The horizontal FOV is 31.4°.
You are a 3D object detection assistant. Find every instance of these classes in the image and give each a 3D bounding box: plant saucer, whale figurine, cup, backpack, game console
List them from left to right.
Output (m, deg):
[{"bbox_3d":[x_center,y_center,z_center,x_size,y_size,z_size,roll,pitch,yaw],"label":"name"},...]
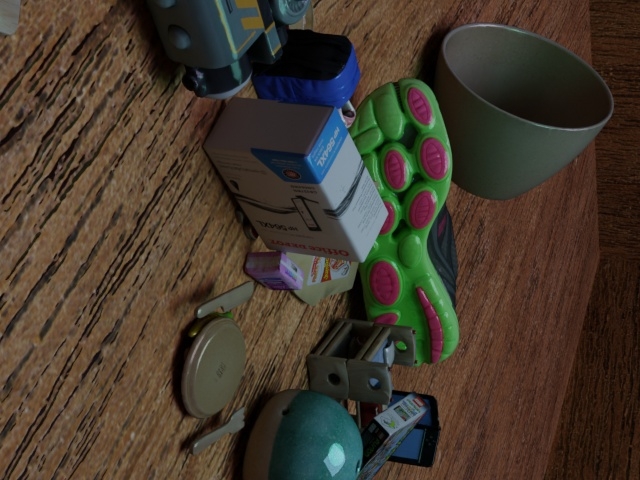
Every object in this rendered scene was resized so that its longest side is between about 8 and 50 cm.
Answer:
[{"bbox_3d":[-0.031,-0.291,1.505,0.083,0.015,0.083,5,90,-67],"label":"plant saucer"},{"bbox_3d":[-0.010,-0.211,1.435,0.101,0.120,0.098,64,36,-52],"label":"backpack"},{"bbox_3d":[-0.007,0.327,1.533,0.216,0.141,0.272,-60,148,-47],"label":"whale figurine"},{"bbox_3d":[0.133,0.313,1.904,0.071,0.122,0.107,53,47,-58],"label":"game console"},{"bbox_3d":[0.342,-0.215,2.115,0.331,0.331,0.237,-55,168,-51],"label":"cup"}]

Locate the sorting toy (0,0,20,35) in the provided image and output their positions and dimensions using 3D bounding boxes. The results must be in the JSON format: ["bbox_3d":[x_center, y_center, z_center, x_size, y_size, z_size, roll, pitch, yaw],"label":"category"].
[{"bbox_3d":[-0.267,-0.300,0.820,0.257,0.089,0.255,9,87,-68],"label":"sorting toy"}]

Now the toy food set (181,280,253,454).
[{"bbox_3d":[-0.130,0.147,1.342,0.132,0.038,0.192,-23,121,-58],"label":"toy food set"}]

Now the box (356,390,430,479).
[{"bbox_3d":[0.072,0.317,1.690,0.114,0.036,0.207,-22,152,-50],"label":"box"}]

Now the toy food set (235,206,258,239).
[{"bbox_3d":[-0.070,-0.046,1.458,0.122,0.019,0.078,-63,150,-42],"label":"toy food set"}]

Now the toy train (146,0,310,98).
[{"bbox_3d":[-0.117,-0.303,1.151,0.190,0.142,0.334,-54,146,-32],"label":"toy train"}]

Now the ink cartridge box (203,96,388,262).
[{"bbox_3d":[-0.025,-0.070,1.360,0.086,0.148,0.203,-63,144,-28],"label":"ink cartridge box"}]

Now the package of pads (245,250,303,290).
[{"bbox_3d":[-0.059,0.040,1.463,0.083,0.050,0.032,45,49,-62],"label":"package of pads"}]

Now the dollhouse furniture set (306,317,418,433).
[{"bbox_3d":[0.070,0.233,1.718,0.129,0.129,0.184,-46,137,-57],"label":"dollhouse furniture set"}]

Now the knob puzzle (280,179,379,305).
[{"bbox_3d":[0.000,0.000,1.603,0.213,0.030,0.213,-36,138,-40],"label":"knob puzzle"}]

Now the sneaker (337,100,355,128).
[{"bbox_3d":[0.014,-0.148,1.577,0.051,0.070,0.134,-52,142,-56],"label":"sneaker"}]

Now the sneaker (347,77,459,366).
[{"bbox_3d":[0.123,-0.033,1.793,0.202,0.185,0.483,-85,172,-61],"label":"sneaker"}]
